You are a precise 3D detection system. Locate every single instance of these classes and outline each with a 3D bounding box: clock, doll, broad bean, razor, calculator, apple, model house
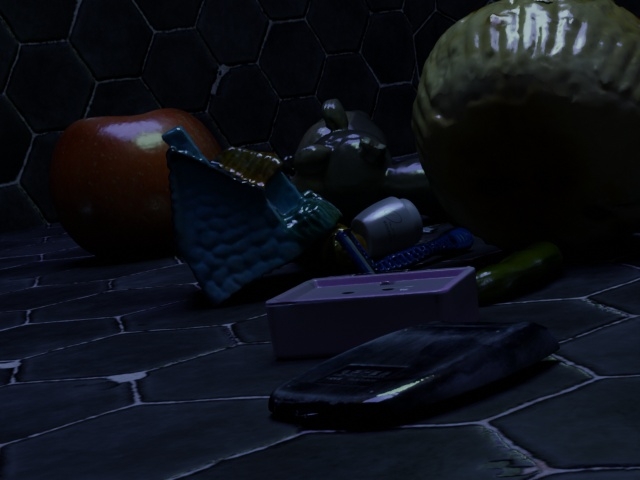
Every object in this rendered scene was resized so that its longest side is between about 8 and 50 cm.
[{"bbox_3d":[0.059,0.075,1.421,0.197,0.063,0.150,-5,7,19],"label":"clock"},{"bbox_3d":[0.110,-0.111,2.598,0.378,0.252,0.382,25,12,1],"label":"doll"},{"bbox_3d":[0.242,0.035,1.627,0.065,0.046,0.254,-19,0,36],"label":"broad bean"},{"bbox_3d":[0.125,0.019,1.910,0.056,0.093,0.324,-45,-18,29],"label":"razor"},{"bbox_3d":[0.078,0.116,1.179,0.268,0.040,0.177,-20,11,-43],"label":"calculator"},{"bbox_3d":[-0.346,-0.110,2.584,0.348,0.277,0.348,-8,6,1],"label":"apple"},{"bbox_3d":[-0.129,-0.070,1.911,0.226,0.241,0.261,-35,8,-3],"label":"model house"}]

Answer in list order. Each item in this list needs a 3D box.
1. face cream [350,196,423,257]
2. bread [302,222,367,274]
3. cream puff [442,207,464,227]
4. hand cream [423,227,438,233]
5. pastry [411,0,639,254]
[{"bbox_3d":[0.102,-0.018,2.071,0.095,0.091,0.091,-19,11,-24],"label":"face cream"},{"bbox_3d":[0.001,-0.001,2.093,0.077,0.084,0.367,-53,12,-1],"label":"bread"},{"bbox_3d":[0.266,-0.063,2.299,0.116,0.094,0.122,-7,29,37],"label":"cream puff"},{"bbox_3d":[0.158,-0.016,2.340,0.093,0.019,0.030,3,8,24],"label":"hand cream"},{"bbox_3d":[0.324,-0.166,1.852,0.388,0.388,0.312,-4,35,28],"label":"pastry"}]
